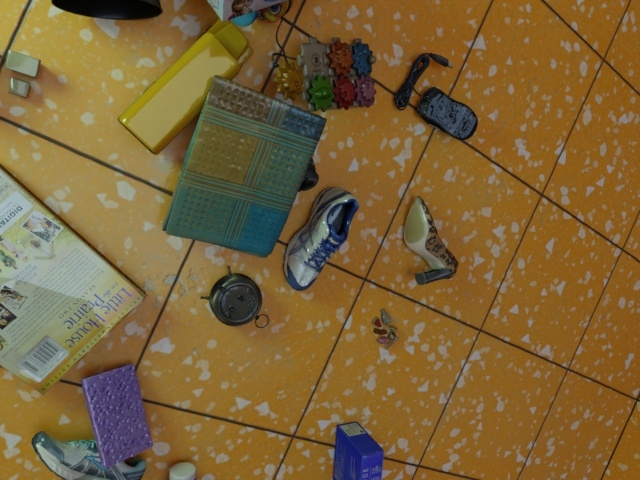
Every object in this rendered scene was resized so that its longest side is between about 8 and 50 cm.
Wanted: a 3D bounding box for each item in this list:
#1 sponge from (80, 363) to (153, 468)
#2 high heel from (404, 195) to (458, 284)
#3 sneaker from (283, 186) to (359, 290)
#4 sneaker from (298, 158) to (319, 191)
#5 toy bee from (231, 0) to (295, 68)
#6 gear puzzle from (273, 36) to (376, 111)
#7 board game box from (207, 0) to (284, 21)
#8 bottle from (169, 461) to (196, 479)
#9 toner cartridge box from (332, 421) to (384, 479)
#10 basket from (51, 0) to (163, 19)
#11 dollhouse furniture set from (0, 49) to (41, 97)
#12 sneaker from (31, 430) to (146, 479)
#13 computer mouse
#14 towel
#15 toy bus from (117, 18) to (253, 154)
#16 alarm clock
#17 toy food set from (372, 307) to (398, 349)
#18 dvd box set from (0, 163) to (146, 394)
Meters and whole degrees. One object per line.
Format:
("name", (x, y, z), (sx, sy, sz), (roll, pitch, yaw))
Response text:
("sponge", (-0.476, 0.407, 1.142), (0.117, 0.031, 0.210), (-14, 91, -41))
("high heel", (0.341, -0.007, 1.456), (0.186, 0.093, 0.262), (-10, 96, -40))
("sneaker", (0.000, 0.000, 1.263), (0.111, 0.131, 0.297), (22, 93, -28))
("sneaker", (-0.140, -0.177, 1.200), (0.267, 0.101, 0.106), (-1, 71, -17))
("toy bee", (-0.125, -0.550, 1.080), (0.298, 0.162, 0.196), (30, 43, -34))
("gear puzzle", (0.024, -0.404, 1.182), (0.338, 0.044, 0.176), (-19, 109, -40))
("board game box", (-0.146, -0.626, 0.997), (0.318, 0.066, 0.318), (-31, 77, -24))
("bottle", (-0.365, 0.724, 1.266), (0.118, 0.092, 0.283), (1, 100, -25))
("toner cartridge box", (0.103, 0.740, 1.439), (0.075, 0.165, 0.349), (-1, 101, -24))
("basket", (-0.423, -0.574, 0.952), (0.204, 0.154, 0.227), (-5, 99, -24))
("dollhouse furniture set", (-0.646, -0.286, 0.932), (0.160, 0.101, 0.182), (13, 95, -26))
("sneaker", (-0.542, 0.511, 1.155), (0.283, 0.110, 0.122), (47, 63, -27))
("computer mouse", (0.342, -0.408, 1.376), (0.261, 0.060, 0.184), (22, 95, -14))
("towel", (-0.174, -0.149, 1.105), (0.271, 0.040, 0.371), (16, 110, -23))
("toy bus", (-0.287, -0.343, 1.065), (0.333, 0.130, 0.108), (-48, 115, -8))
("alarm clock", (-0.201, 0.165, 1.247), (0.129, 0.064, 0.192), (-50, 118, -8))
("toy food set", (0.194, 0.272, 1.465), (0.077, 0.019, 0.122), (-37, 113, -13))
("dvd box set", (-0.637, 0.086, 1.034), (0.308, 0.062, 0.420), (-46, 114, -10))
